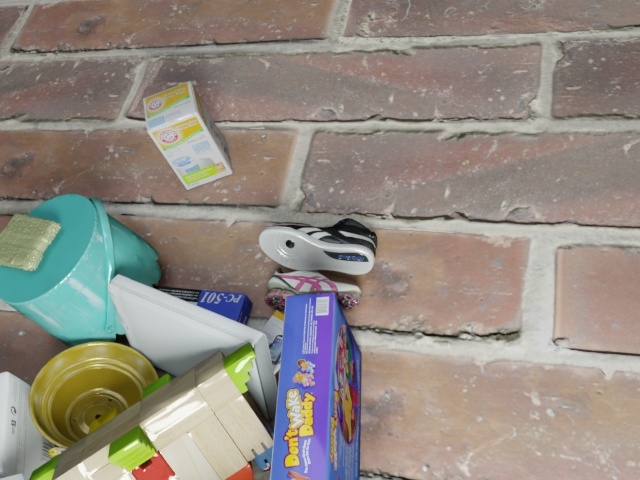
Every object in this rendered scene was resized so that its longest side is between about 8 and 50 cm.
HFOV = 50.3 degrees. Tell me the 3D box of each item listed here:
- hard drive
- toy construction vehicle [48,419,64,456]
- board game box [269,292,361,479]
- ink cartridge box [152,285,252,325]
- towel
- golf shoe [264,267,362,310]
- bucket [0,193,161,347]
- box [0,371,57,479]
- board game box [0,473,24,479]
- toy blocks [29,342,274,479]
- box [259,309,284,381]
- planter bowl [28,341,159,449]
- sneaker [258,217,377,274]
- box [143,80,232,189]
[{"bbox_3d":[-0.218,0.184,1.177,0.307,0.203,0.040,18,47,26],"label":"hard drive"},{"bbox_3d":[-0.462,0.341,1.216,0.035,0.098,0.086,-18,77,4],"label":"toy construction vehicle"},{"bbox_3d":[0.002,0.287,1.027,0.078,0.233,0.347,-5,57,13],"label":"board game box"},{"bbox_3d":[-0.242,0.145,1.303,0.207,0.046,0.097,4,59,19],"label":"ink cartridge box"},{"bbox_3d":[-0.548,0.003,1.256,0.148,0.027,0.110,6,60,33],"label":"towel"},{"bbox_3d":[-0.012,0.083,1.263,0.186,0.067,0.086,2,57,17],"label":"golf shoe"},{"bbox_3d":[-0.470,0.056,1.315,0.281,0.183,0.281,-14,53,20],"label":"bucket"},{"bbox_3d":[-0.543,0.352,1.173,0.119,0.182,0.181,-18,55,4],"label":"box"},{"bbox_3d":[-0.477,0.524,0.984,0.097,0.303,0.224,-3,44,-38],"label":"board game box"},{"bbox_3d":[-0.202,0.361,1.041,0.381,0.261,0.191,-33,14,-6],"label":"toy blocks"},{"bbox_3d":[-0.088,0.201,1.235,0.081,0.028,0.136,29,72,29],"label":"box"},{"bbox_3d":[-0.394,0.293,1.206,0.217,0.090,0.217,7,45,-7],"label":"planter bowl"},{"bbox_3d":[0.000,0.000,1.290,0.216,0.079,0.121,13,31,5],"label":"sneaker"},{"bbox_3d":[-0.281,-0.221,1.454,0.114,0.203,0.103,-19,55,3],"label":"box"}]
